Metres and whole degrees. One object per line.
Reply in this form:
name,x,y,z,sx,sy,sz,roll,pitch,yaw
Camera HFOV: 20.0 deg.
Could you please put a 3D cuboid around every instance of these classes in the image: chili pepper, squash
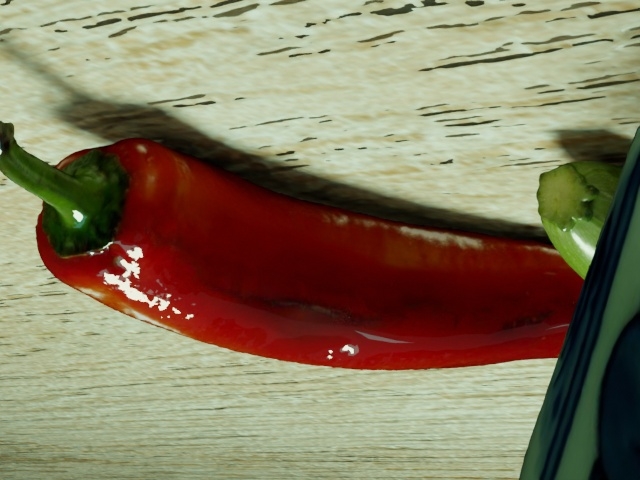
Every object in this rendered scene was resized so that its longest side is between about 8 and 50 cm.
chili pepper,0.002,0.004,0.878,0.368,0.092,0.137,9,148,-24
squash,0.165,0.013,0.811,0.066,0.066,0.201,-5,156,45

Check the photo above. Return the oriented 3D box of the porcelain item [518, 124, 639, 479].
porcelain item,0.173,0.093,0.593,0.157,0.281,0.286,7,-151,-11
